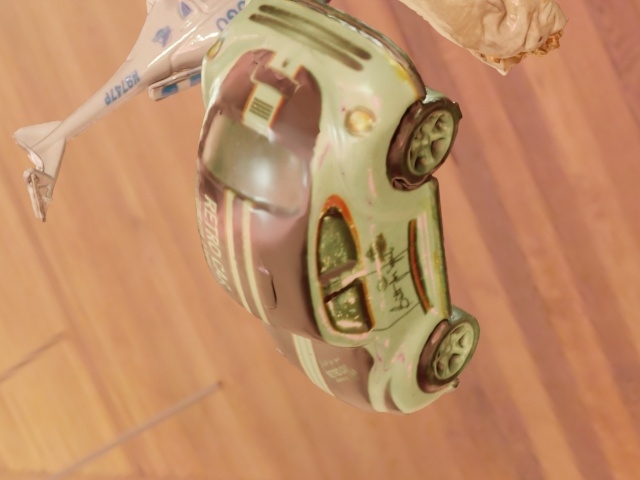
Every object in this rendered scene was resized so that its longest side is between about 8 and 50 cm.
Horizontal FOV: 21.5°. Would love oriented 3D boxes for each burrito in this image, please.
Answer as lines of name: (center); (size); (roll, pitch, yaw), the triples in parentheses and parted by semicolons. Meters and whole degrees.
burrito: (0.096, -0.262, 1.509); (0.076, 0.117, 0.392); (12, 162, 47)

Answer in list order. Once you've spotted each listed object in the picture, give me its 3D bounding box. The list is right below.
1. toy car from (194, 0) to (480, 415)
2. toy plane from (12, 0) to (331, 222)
toy car: (0.000, 0.000, 0.993); (0.136, 0.125, 0.306); (30, 145, 32)
toy plane: (-0.103, -0.124, 1.128); (0.107, 0.273, 0.182); (43, 175, 18)
